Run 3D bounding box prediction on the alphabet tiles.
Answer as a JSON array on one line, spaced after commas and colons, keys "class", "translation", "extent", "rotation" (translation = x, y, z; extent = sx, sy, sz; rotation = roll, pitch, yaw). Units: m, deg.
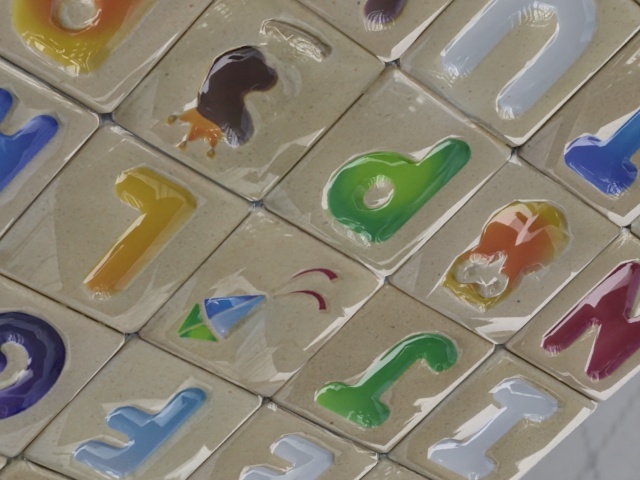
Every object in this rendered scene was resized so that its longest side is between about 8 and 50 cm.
[{"class": "alphabet tiles", "translation": [0.000, 0.000, 0.516], "extent": [0.285, 0.011, 0.342], "rotation": [30, 113, -38]}]
